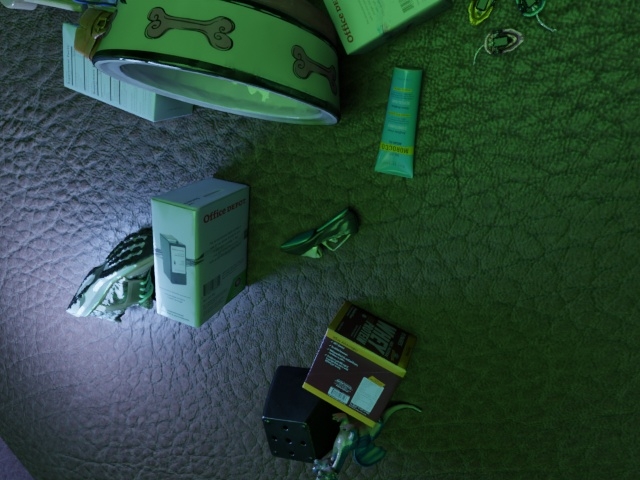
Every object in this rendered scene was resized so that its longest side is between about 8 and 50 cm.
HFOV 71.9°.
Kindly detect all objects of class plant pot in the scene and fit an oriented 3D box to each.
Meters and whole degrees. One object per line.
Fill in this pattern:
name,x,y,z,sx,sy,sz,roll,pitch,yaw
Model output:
plant pot,-0.047,0.458,1.142,0.188,0.167,0.187,-2,111,22

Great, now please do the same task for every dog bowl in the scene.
dog bowl,-0.152,-0.314,0.751,0.409,0.408,0.150,14,99,17

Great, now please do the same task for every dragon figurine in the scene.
dragon figurine,0.107,0.485,1.076,0.085,0.290,0.143,25,122,60

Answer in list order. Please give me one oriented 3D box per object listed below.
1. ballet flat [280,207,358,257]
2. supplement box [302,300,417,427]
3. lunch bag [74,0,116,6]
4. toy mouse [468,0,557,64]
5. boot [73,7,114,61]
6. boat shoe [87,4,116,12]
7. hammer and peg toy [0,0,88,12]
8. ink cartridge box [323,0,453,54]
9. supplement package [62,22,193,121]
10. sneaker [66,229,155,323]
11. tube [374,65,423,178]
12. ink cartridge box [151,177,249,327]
ballet flat,0.000,0.000,0.989,0.203,0.074,0.074,-28,99,27
supplement box,0.091,0.286,1.034,0.192,0.129,0.194,27,119,11
lunch bag,-0.405,-0.541,0.846,0.090,0.219,0.176,38,121,10
toy mouse,0.315,-0.365,0.726,0.143,0.031,0.160,21,118,14
boot,-0.377,-0.415,0.838,0.153,0.073,0.197,29,87,16
boat shoe,-0.459,-0.515,0.977,0.153,0.056,0.048,25,109,10
hammer and peg toy,-0.543,-0.644,0.915,0.266,0.127,0.361,27,119,8
ink cartridge box,0.109,-0.411,0.736,0.176,0.127,0.128,-19,104,28
supplement package,-0.415,-0.371,0.966,0.244,0.139,0.133,23,119,12
sneaker,-0.529,0.116,1.249,0.411,0.157,0.182,-32,128,28
tube,0.153,-0.224,0.848,0.080,0.052,0.206,19,124,25
ink cartridge box,-0.271,0.018,1.028,0.122,0.211,0.288,15,115,18
